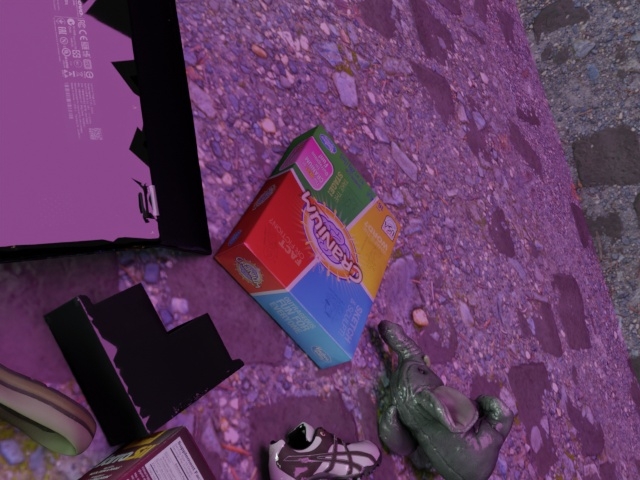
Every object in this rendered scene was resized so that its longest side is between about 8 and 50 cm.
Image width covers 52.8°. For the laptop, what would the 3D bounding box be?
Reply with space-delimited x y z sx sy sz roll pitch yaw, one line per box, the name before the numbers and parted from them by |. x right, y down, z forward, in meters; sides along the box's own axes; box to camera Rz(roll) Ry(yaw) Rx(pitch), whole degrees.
laptop | -0.282 -0.162 0.675 0.408 0.236 0.382 -7 86 -33

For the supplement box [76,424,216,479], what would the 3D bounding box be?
supplement box | -0.198 0.261 0.595 0.188 0.104 0.081 -33 96 -53

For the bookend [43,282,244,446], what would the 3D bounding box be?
bookend | -0.189 0.113 0.712 0.156 0.072 0.157 -31 94 -53

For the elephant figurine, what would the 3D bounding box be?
elephant figurine | 0.169 0.269 1.018 0.239 0.186 0.169 36 89 -19

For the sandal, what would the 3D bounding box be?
sandal | -0.321 0.120 0.523 0.303 0.120 0.086 42 57 -29

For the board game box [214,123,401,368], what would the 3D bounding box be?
board game box | 0.000 0.000 1.005 0.242 0.064 0.316 49 40 -21

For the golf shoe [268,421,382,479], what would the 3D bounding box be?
golf shoe | 0.010 0.281 0.856 0.198 0.077 0.094 -1 72 -52
